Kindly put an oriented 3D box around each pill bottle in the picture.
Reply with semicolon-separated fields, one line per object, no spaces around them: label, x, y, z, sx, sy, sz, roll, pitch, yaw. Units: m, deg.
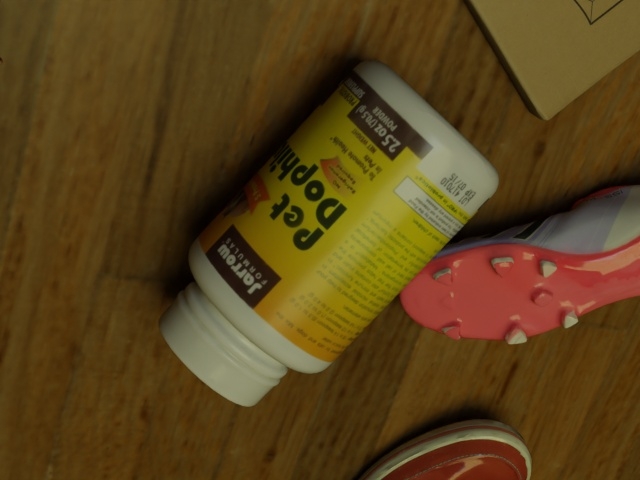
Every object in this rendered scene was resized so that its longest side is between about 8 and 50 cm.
pill bottle;0.000;0.000;0.734;0.215;0.117;0.117;-47;124;7

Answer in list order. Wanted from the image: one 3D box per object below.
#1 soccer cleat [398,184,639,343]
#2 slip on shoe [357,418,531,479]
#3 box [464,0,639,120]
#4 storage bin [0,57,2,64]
soccer cleat;0.176;0.010;0.842;0.248;0.095;0.083;-13;119;2
slip on shoe;0.039;0.270;0.914;0.331;0.101;0.123;-41;123;2
box;0.161;-0.195;0.747;0.164;0.021;0.201;-38;125;2
storage bin;-0.219;-0.096;0.607;0.098;0.091;0.135;2;118;-23
